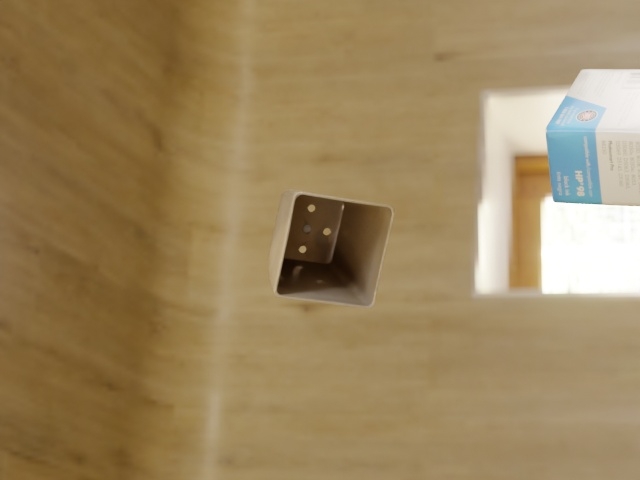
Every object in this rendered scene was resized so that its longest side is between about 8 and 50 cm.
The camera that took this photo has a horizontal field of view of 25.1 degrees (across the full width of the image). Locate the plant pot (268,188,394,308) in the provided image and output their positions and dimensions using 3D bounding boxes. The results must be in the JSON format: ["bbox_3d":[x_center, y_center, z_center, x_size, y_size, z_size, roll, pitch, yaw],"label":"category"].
[{"bbox_3d":[0.000,0.000,1.483,0.096,0.109,0.109,-142,62,-67],"label":"plant pot"}]

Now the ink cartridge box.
[{"bbox_3d":[0.254,-0.069,0.975,0.104,0.180,0.060,-51,-42,-51],"label":"ink cartridge box"}]
